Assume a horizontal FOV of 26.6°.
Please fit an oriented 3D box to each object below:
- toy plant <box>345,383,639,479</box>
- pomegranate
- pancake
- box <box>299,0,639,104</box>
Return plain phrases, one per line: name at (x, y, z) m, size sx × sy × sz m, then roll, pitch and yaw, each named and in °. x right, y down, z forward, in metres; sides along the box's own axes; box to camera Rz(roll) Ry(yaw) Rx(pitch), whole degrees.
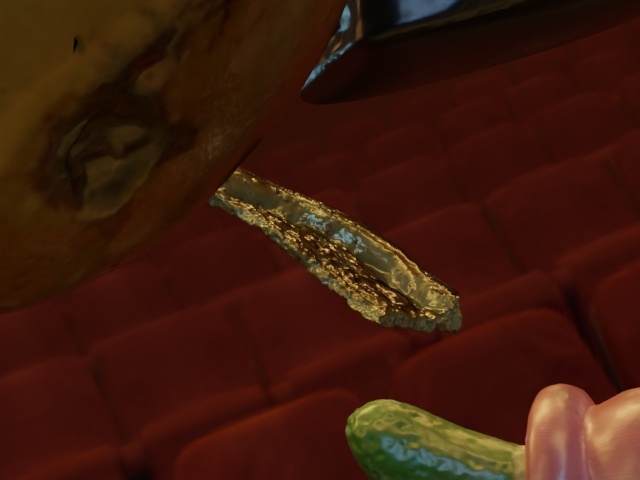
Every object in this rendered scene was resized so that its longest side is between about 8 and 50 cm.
toy plant at (0.230, 0.266, 1.318) m, size 0.356 × 0.210 × 0.317 m, roll -15°, pitch -50°, yaw 19°
pomegranate at (-0.185, -0.170, 0.601) m, size 0.417 × 0.416 × 0.416 m, roll -22°, pitch -9°, yaw -4°
pancake at (0.002, 0.000, 1.837) m, size 0.067 × 0.427 × 0.305 m, roll -58°, pitch -12°, yaw 11°
box at (0.133, -0.165, 0.912) m, size 0.290 × 0.073 × 0.289 m, roll -17°, pitch 1°, yaw -9°
